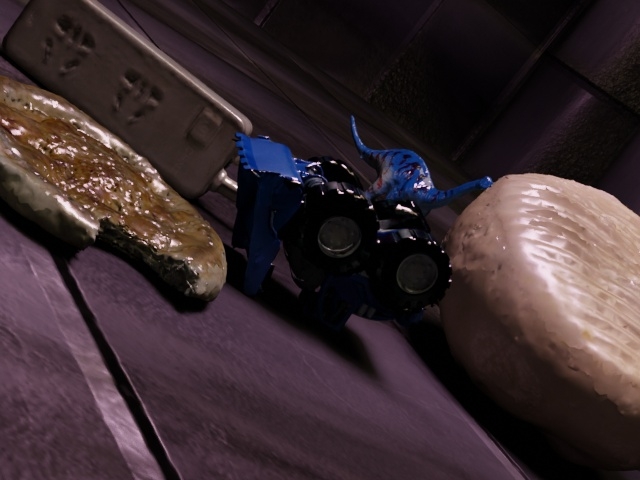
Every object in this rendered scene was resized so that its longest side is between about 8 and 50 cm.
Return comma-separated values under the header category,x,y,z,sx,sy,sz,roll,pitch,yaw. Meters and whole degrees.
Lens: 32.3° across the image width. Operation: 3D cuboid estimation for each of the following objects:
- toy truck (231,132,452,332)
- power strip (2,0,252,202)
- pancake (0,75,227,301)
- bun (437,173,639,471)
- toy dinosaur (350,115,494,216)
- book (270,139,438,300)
category,x,y,z,sx,sy,sz,roll,pitch,yaw
toy truck,0.000,0.000,0.949,0.208,0.126,0.113,31,14,-18
power strip,-0.159,-0.126,1.034,0.288,0.093,0.053,38,8,1
pancake,-0.171,-0.046,0.814,0.254,0.037,0.253,37,12,-9
bun,0.260,0.090,1.171,0.326,0.234,0.362,26,31,-26
toy dinosaur,0.119,-0.081,1.694,0.076,0.144,0.329,22,7,-44
book,0.054,-0.021,1.456,0.289,0.026,0.201,34,12,-21
